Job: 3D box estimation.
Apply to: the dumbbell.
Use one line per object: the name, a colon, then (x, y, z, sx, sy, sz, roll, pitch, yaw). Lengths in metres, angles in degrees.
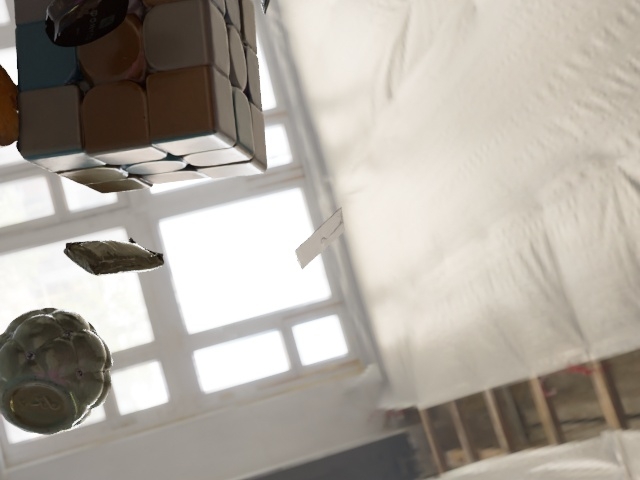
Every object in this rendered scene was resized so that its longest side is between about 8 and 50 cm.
dumbbell: (-0.388, -0.410, 1.556, 0.225, 0.124, 0.140, 60, -24, 8)

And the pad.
pad: (0.000, 0.000, 2.548, 0.004, 0.156, 0.232, 45, -7, 12)

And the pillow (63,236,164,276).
pillow: (-0.429, 0.034, 2.169, 0.119, 0.208, 0.053, 34, -67, 30)

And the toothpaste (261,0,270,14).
toothpaste: (-0.105, -0.530, 2.172, 0.140, 0.021, 0.037, 113, -32, -48)

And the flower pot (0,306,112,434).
flower pot: (-0.526, 0.256, 2.032, 0.195, 0.246, 0.246, -91, 176, -56)

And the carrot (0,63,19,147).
carrot: (-0.648, -0.197, 1.734, 0.196, 0.254, 0.196, 54, 23, -36)

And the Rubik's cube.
Rubik's cube: (-0.303, -0.290, 1.830, 0.346, 0.344, 0.346, 30, 55, -78)
